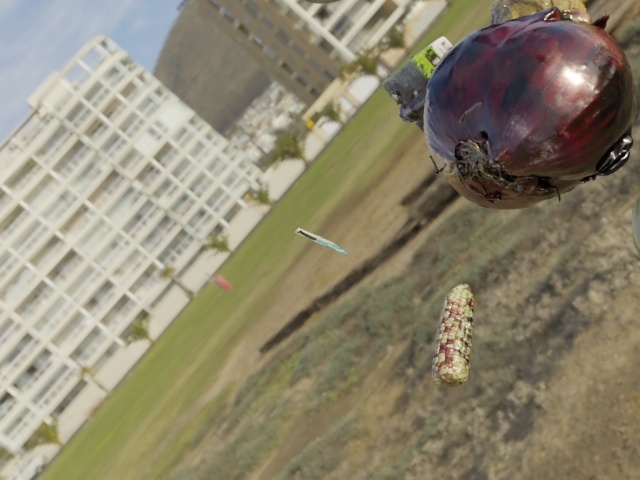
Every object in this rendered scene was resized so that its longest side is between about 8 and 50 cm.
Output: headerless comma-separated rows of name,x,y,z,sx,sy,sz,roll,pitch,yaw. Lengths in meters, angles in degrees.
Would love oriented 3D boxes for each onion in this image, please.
onion,0.236,-0.148,1.061,0.281,0.221,0.281,-44,5,5

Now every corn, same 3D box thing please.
corn,0.299,0.210,2.130,0.086,0.086,0.253,-43,29,50

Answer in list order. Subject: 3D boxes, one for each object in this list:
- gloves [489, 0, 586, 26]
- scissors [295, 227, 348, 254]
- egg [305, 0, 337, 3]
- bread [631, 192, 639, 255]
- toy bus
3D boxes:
gloves,0.351,-0.331,1.530,0.356,0.155,0.203,-56,-36,-65
scissors,0.000,0.000,1.728,0.058,0.119,0.014,38,101,47
egg,0.010,-0.451,1.542,0.172,0.132,0.132,-3,-21,-29
bread,0.550,-0.025,1.455,0.156,0.158,0.261,-41,-38,12
toy bus,0.258,-0.219,1.735,0.113,0.301,0.139,-34,10,48
